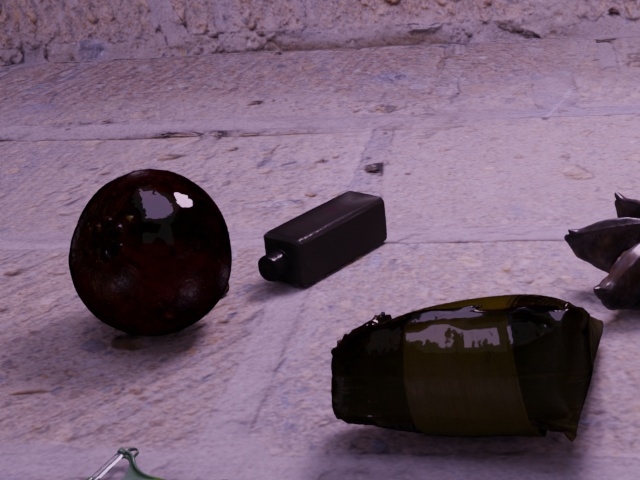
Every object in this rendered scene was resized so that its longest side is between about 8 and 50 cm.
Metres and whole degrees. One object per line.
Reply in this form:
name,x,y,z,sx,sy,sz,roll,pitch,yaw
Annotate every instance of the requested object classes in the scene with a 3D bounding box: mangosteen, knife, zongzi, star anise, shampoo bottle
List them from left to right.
knife,-0.168,0.257,1.249,0.166,0.023,0.078,4,31,27
mangosteen,-0.212,0.024,1.617,0.235,0.235,0.261,12,-6,37
shampoo bottle,0.000,0.000,1.767,0.080,0.079,0.246,12,28,38
zongzi,0.181,0.136,1.360,0.289,0.154,0.317,-2,3,19
star anise,0.484,0.035,1.537,0.316,0.139,0.359,-4,36,25
